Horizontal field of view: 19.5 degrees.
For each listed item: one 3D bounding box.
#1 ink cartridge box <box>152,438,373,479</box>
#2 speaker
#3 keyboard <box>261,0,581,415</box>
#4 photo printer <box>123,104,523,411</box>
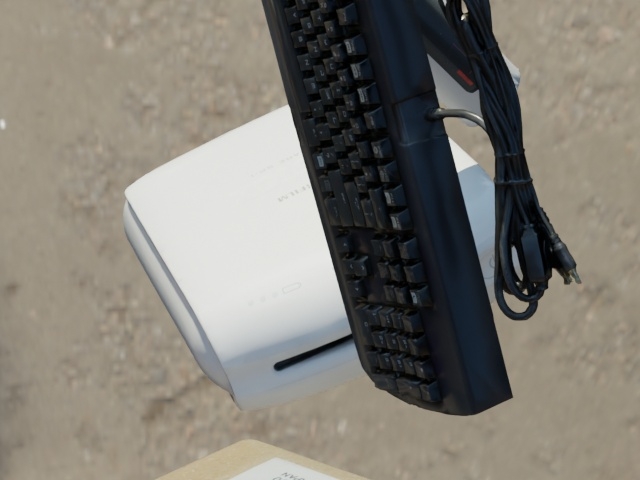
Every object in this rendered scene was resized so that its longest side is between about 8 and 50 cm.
[{"bbox_3d":[-0.003,0.159,0.618,0.234,0.088,0.193,14,21,37],"label":"ink cartridge box"},{"bbox_3d":[0.075,-0.139,1.271,0.136,0.055,0.055,42,60,-25],"label":"speaker"},{"bbox_3d":[0.038,-0.061,0.942,0.033,0.201,0.317,-23,103,-32],"label":"keyboard"},{"bbox_3d":[0.000,0.000,1.400,0.256,0.107,0.307,-25,28,-7],"label":"photo printer"}]
